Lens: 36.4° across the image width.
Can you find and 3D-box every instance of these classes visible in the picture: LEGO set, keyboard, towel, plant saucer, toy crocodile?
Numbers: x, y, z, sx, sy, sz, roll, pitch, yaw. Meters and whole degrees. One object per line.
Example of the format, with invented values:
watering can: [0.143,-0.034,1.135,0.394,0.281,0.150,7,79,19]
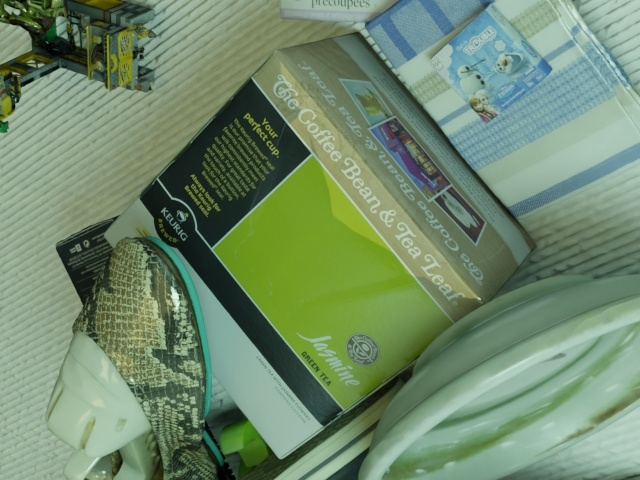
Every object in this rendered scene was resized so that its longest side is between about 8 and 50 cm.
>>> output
LEGO set: [-0.305,-0.285,1.145,0.192,0.255,0.331,20,116,20]
keyboard: [-0.170,0.262,1.352,0.180,0.023,0.108,61,154,8]
towel: [0.201,-0.164,1.002,0.285,0.034,0.209,49,134,-10]
plant saucer: [0.206,0.133,0.972,0.400,0.400,0.100,-43,57,29]
toy crocodile: [-0.043,0.386,1.300,0.115,0.105,0.340,-9,102,28]

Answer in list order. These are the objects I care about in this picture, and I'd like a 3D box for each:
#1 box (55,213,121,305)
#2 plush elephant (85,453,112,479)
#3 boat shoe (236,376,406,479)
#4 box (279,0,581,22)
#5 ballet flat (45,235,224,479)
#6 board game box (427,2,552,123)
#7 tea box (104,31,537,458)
box: [-0.218,0.062,1.259,0.108,0.153,0.207,-21,95,30]
plush elephant: [-0.275,0.499,1.342,0.272,0.255,0.330,15,119,29]
boat shoe: [-0.062,0.361,1.155,0.500,0.187,0.156,-35,96,-9]
box: [0.112,-0.266,1.049,0.324,0.067,0.063,8,110,23]
ballet flat: [-0.206,0.196,1.073,0.164,0.182,0.483,42,153,25]
board game box: [0.168,-0.175,0.975,0.090,0.020,0.090,45,136,-5]
tea box: [0.000,0.000,1.095,0.323,0.220,0.329,-40,86,31]
